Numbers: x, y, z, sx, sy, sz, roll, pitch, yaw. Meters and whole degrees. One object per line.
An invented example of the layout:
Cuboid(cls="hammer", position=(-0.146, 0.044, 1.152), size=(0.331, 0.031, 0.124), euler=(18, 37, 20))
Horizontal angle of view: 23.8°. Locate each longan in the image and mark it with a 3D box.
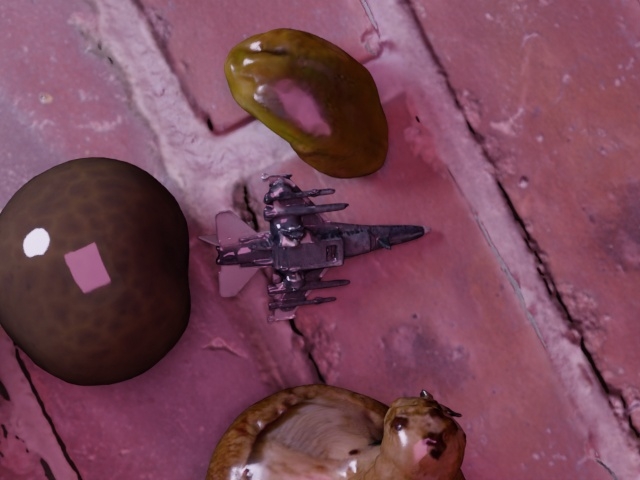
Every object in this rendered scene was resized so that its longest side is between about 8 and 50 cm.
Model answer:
Cuboid(cls="longan", position=(-0.216, 0.030, 1.432), size=(0.198, 0.198, 0.212), euler=(-19, 92, -3))

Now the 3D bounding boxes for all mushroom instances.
Cuboid(cls="mushroom", position=(0.014, 0.252, 1.402), size=(0.267, 0.254, 0.267), euler=(-8, 54, 11))

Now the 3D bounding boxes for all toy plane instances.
Cuboid(cls="toy plane", position=(-0.004, 0.006, 1.491), size=(0.234, 0.082, 0.160), euler=(-2, 112, -1))

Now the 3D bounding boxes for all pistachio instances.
Cuboid(cls="pistachio", position=(-0.006, -0.141, 1.492), size=(0.189, 0.100, 0.110), euler=(41, 89, 3))
